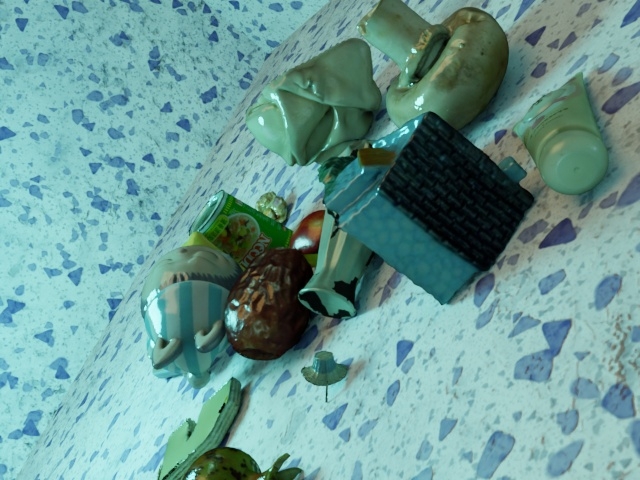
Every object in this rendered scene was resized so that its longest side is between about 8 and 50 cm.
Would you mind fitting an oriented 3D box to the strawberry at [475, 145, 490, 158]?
[{"bbox_3d":[0.224,-0.138,1.310,0.148,0.131,0.131,-28,32,53],"label":"strawberry"}]

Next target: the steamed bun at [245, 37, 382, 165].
[{"bbox_3d":[-0.003,-0.329,1.925,0.368,0.255,0.342,-27,-1,-8],"label":"steamed bun"}]

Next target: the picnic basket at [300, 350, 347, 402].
[{"bbox_3d":[0.007,0.233,1.287,0.065,0.083,0.083,-119,23,-67],"label":"picnic basket"}]

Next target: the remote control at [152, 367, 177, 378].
[{"bbox_3d":[-0.392,0.330,2.001,0.244,0.047,0.087,-22,40,53],"label":"remote control"}]

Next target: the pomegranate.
[{"bbox_3d":[-0.142,0.407,1.198,0.220,0.156,0.156,-38,25,34],"label":"pomegranate"}]

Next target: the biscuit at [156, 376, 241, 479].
[{"bbox_3d":[-0.258,0.414,1.578,0.250,0.046,0.147,-46,20,21],"label":"biscuit"}]

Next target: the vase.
[{"bbox_3d":[0.065,-0.029,1.451,0.165,0.165,0.360,-24,39,53],"label":"vase"}]

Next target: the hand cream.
[{"bbox_3d":[0.368,-0.167,1.123,0.147,0.093,0.306,-42,14,25],"label":"hand cream"}]

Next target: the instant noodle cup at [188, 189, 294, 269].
[{"bbox_3d":[-0.200,-0.003,1.849,0.207,0.233,0.207,-45,22,24],"label":"instant noodle cup"}]

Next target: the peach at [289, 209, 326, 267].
[{"bbox_3d":[-0.003,-0.006,1.623,0.118,0.151,0.151,24,74,23],"label":"peach"}]

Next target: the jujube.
[{"bbox_3d":[-0.106,0.130,1.517,0.183,0.183,0.243,-31,36,46],"label":"jujube"}]

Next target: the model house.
[{"bbox_3d":[0.168,-0.090,1.155,0.241,0.261,0.226,-45,23,24],"label":"model house"}]

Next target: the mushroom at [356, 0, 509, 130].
[{"bbox_3d":[0.214,-0.366,1.456,0.292,0.290,0.292,-48,17,19],"label":"mushroom"}]

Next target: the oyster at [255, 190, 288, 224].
[{"bbox_3d":[-0.164,-0.067,2.101,0.191,0.081,0.163,-27,37,56],"label":"oyster"}]

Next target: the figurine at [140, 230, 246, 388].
[{"bbox_3d":[-0.326,0.203,1.638,0.361,0.266,0.377,-66,-5,20],"label":"figurine"}]
